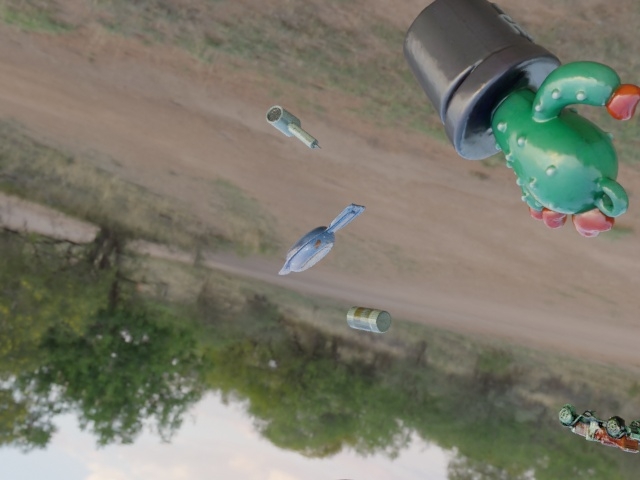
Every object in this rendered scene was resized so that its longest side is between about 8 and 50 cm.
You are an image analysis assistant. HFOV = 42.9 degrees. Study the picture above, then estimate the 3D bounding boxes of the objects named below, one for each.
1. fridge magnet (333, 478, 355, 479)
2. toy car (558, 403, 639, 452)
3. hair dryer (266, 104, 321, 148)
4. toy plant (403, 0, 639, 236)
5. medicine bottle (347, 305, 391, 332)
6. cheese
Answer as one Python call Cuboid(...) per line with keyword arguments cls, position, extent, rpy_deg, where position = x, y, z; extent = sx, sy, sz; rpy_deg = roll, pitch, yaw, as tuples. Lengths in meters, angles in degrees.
Cuboid(cls="fridge magnet", position=(0.016, 0.464, 1.431), extent=(0.143, 0.063, 0.143), rpy_deg=(-17, -174, 2))
Cuboid(cls="toy car", position=(0.470, 0.313, 1.362), extent=(0.073, 0.054, 0.143), rpy_deg=(16, 172, -30))
Cuboid(cls="hair dryer", position=(-0.040, -0.190, 1.428), extent=(0.124, 0.038, 0.063), rpy_deg=(42, -171, 37))
Cuboid(cls="toy plant", position=(0.277, -0.176, 1.117), extent=(0.185, 0.279, 0.400), rpy_deg=(-7, -127, -36))
Cuboid(cls="medicine bottle", position=(0.097, 0.158, 1.634), extent=(0.047, 0.047, 0.083), rpy_deg=(23, 167, -40))
Cuboid(cls="cheese", position=(0.000, 0.000, 1.855), extent=(0.052, 0.244, 0.135), rpy_deg=(52, -165, 12))
